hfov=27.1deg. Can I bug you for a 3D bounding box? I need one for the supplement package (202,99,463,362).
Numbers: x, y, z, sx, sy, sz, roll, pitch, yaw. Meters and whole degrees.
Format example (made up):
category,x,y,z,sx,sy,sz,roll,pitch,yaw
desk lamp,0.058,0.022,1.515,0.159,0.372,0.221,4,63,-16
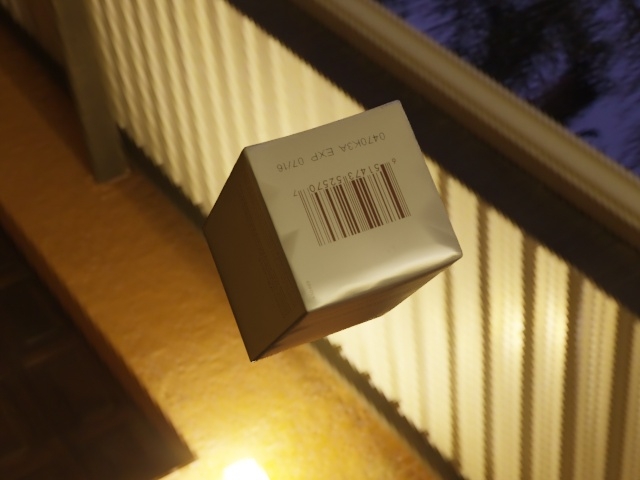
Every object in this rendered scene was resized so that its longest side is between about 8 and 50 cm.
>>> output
category,x,y,z,sx,sy,sz,roll,pitch,yaw
supplement package,0.000,0.000,0.837,0.105,0.105,0.179,68,-18,9
